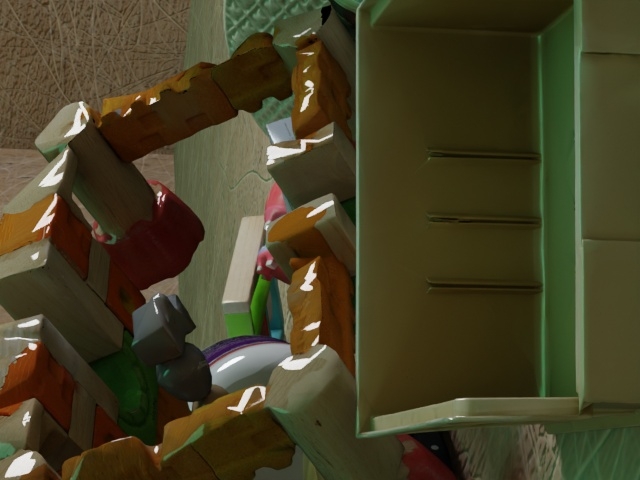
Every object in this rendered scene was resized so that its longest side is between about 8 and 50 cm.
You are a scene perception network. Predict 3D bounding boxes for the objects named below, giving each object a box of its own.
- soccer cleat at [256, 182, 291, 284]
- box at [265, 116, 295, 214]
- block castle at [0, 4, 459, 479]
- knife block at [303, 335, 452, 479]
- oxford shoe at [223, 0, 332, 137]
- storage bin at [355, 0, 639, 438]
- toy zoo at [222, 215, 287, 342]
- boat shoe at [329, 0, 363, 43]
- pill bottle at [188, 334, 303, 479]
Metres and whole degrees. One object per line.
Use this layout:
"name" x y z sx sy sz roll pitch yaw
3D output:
"soccer cleat" -0.018 -0.013 1.888 0.248 0.083 0.095 90 -159 -72
"box" 0.000 0.000 1.668 0.145 0.038 0.186 -114 8 -50
"block castle" -0.063 0.067 1.323 0.213 0.303 0.453 55 -158 -37
"knife block" 0.045 0.129 1.418 0.242 0.088 0.276 120 151 -70
"oxford shoe" -0.005 -0.285 1.736 0.130 0.169 0.449 -39 -42 -44
"storage bin" 0.100 -0.027 0.982 0.260 0.123 0.262 139 132 -78
"toy zoo" -0.064 0.145 2.037 0.192 0.030 0.293 -80 -16 -61
"boat shoe" 0.051 -0.198 1.481 0.257 0.095 0.095 -91 -6 -67
"pill bottle" -0.058 0.183 1.755 0.323 0.181 0.182 175 96 -83
